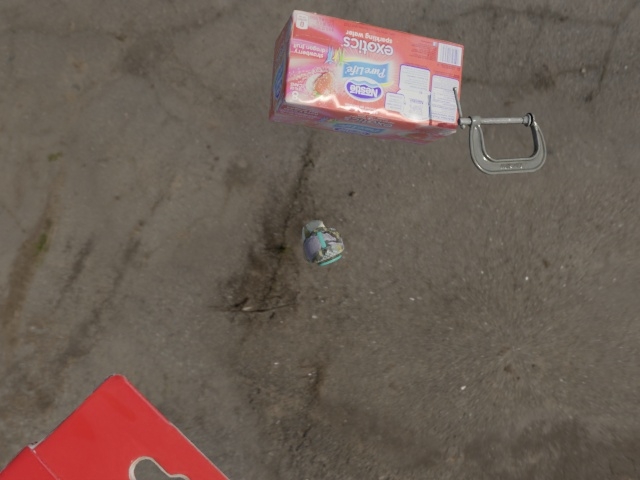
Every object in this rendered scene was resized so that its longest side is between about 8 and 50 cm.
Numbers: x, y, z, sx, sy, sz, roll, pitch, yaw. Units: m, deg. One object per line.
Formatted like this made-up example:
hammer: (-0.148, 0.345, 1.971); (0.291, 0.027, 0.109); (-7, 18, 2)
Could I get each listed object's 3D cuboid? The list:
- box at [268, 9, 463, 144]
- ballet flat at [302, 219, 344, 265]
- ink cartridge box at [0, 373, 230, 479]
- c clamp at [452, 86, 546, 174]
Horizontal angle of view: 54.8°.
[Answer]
box: (0.074, -0.264, 1.049); (0.300, 0.142, 0.154); (5, 86, -16)
ballet flat: (0.000, 0.000, 0.561); (0.041, 0.114, 0.041); (0, 89, -4)
ink cartridge box: (-0.128, 0.192, 0.280); (0.134, 0.078, 0.231); (40, 73, 14)
c clamp: (0.285, -0.169, 0.966); (0.161, 0.022, 0.137); (1, 82, -19)
